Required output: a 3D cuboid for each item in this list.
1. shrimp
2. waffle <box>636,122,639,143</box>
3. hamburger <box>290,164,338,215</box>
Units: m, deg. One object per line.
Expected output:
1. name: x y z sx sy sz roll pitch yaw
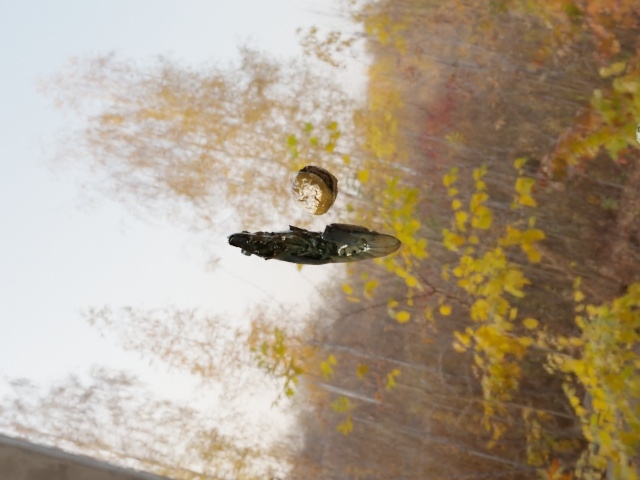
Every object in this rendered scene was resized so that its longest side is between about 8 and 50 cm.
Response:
1. shrimp: 0.000 0.000 0.932 0.150 0.217 0.051 161 110 -66
2. waffle: 0.356 -0.152 0.629 0.208 0.054 0.214 -47 2 11
3. hamburger: -0.011 -0.080 1.214 0.044 0.076 0.083 -46 -23 -35
